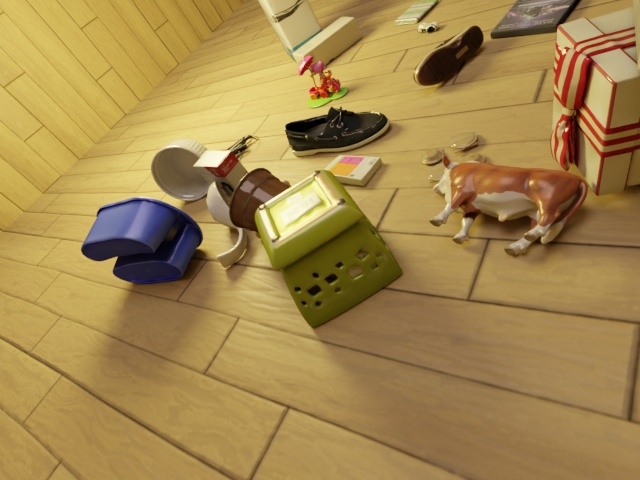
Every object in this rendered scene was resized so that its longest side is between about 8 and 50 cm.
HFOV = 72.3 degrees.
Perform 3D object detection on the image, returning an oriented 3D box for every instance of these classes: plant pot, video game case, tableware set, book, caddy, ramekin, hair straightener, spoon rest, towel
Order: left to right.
[{"bbox_3d":[-0.502,-0.008,1.255,0.342,0.241,0.179,-8,52,29],"label":"caddy"},{"bbox_3d":[-0.463,-0.251,1.513,0.207,0.207,0.109,-19,32,19],"label":"ramekin"},{"bbox_3d":[-0.262,-0.054,1.237,0.084,0.137,0.276,-18,54,-1],"label":"spoon rest"},{"bbox_3d":[-0.324,-0.316,1.611,0.230,0.047,0.089,-32,38,-4],"label":"hair straightener"},{"bbox_3d":[-0.109,-0.073,1.086,0.165,0.167,0.167,29,67,23],"label":"plant pot"},{"bbox_3d":[0.000,0.000,0.911,0.228,0.207,0.227,-31,38,2],"label":"plant pot"},{"bbox_3d":[0.084,-0.195,1.195,0.144,0.035,0.096,15,56,43],"label":"book"},{"bbox_3d":[0.381,-0.901,1.732,0.152,0.023,0.113,-47,42,-18],"label":"towel"},{"bbox_3d":[0.314,-0.198,1.042,0.141,0.020,0.168,-19,40,16],"label":"tableware set"},{"bbox_3d":[0.665,-0.702,1.314,0.196,0.026,0.274,19,63,45],"label":"video game case"}]

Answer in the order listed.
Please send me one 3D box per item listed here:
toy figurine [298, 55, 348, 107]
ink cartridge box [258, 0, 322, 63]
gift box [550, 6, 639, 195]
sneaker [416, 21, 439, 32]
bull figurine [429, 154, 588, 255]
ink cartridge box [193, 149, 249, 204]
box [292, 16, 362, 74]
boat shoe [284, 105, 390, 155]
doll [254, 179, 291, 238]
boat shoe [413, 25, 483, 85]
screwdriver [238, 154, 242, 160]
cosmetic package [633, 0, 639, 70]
[{"bbox_3d":[-0.007,-0.578,1.557,0.173,0.159,0.130,4,52,37],"label":"toy figurine"},{"bbox_3d":[-0.146,-1.002,1.910,0.166,0.395,0.285,-32,39,4],"label":"ink cartridge box"},{"bbox_3d":[0.540,-0.253,0.767,0.258,0.255,0.276,-13,39,12],"label":"gift box"},{"bbox_3d":[0.381,-0.760,1.572,0.083,0.032,0.037,5,52,39],"label":"sneaker"},{"bbox_3d":[0.328,-0.080,0.846,0.310,0.101,0.188,11,62,48],"label":"bull figurine"},{"bbox_3d":[-0.276,-0.186,1.327,0.128,0.175,0.072,10,58,42],"label":"ink cartridge box"},{"bbox_3d":[0.028,-0.814,1.831,0.275,0.094,0.113,-38,39,-5],"label":"box"},{"bbox_3d":[0.035,-0.346,1.320,0.340,0.113,0.127,-1,49,35],"label":"boat shoe"},{"bbox_3d":[-0.142,-0.083,1.226,0.129,0.046,0.188,-1,55,23],"label":"doll"},{"bbox_3d":[0.371,-0.545,1.321,0.257,0.095,0.095,-36,24,-12],"label":"boat shoe"},{"bbox_3d":[-0.312,-0.255,1.546,0.024,0.025,0.169,-7,47,30],"label":"screwdriver"},{"bbox_3d":[0.560,-0.395,0.604,0.197,0.155,0.365,8,48,28],"label":"cosmetic package"}]
